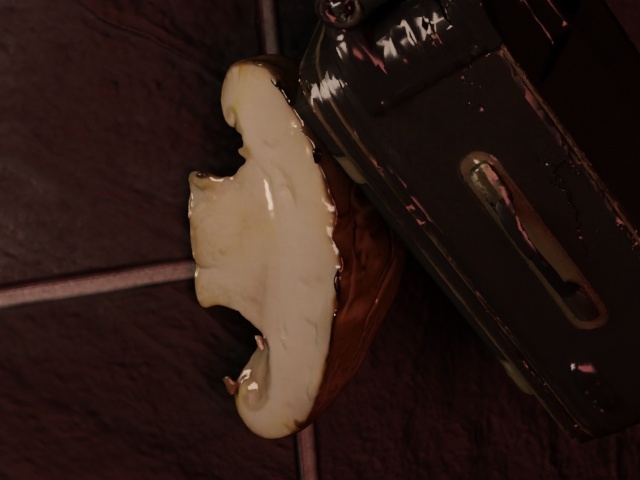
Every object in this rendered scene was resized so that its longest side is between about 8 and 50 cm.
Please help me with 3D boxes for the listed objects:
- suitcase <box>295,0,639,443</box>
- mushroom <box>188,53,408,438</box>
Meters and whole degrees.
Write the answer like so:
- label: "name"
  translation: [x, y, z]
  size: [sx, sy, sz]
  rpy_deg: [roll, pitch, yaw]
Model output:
- label: "suitcase"
  translation: [0.153, -0.069, 1.363]
  size: [0.194, 0.283, 0.434]
  rpy_deg: [-29, 114, 27]
- label: "mushroom"
  translation: [0.000, 0.000, 1.419]
  size: [0.151, 0.156, 0.286]
  rpy_deg: [-12, 103, -48]
